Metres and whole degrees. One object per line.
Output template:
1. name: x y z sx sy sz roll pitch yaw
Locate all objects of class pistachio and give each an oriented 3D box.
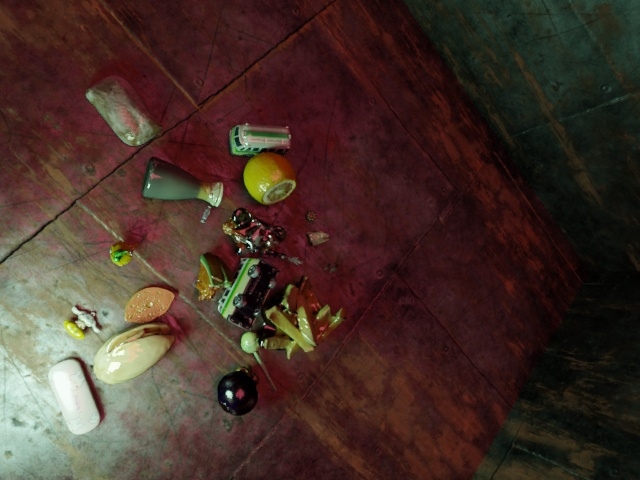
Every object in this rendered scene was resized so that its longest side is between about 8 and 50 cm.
1. pistachio: -0.747 0.451 1.664 0.317 0.214 0.193 -21 52 -32

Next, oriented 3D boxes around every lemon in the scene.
1. lemon: -0.245 -0.305 1.931 0.240 0.240 0.219 -26 72 -24

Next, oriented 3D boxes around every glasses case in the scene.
1. glasses case: -0.958 0.608 1.605 0.113 0.075 0.297 -22 96 -27

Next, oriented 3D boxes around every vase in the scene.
1. vase: -0.597 -0.238 1.801 0.320 0.173 0.174 14 80 -29

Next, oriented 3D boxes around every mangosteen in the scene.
1. mangosteen: -0.353 0.661 1.837 0.194 0.194 0.230 53 42 -12

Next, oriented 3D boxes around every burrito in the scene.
1. burrito: -0.009 -0.019 2.116 0.118 0.044 0.075 -16 89 -21

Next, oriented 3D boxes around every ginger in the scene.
1. ginger: -0.070 0.366 1.898 0.413 0.211 0.359 -10 104 -46

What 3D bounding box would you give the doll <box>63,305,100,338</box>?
1. doll: -0.949 0.337 1.646 0.135 0.071 0.113 30 56 -26

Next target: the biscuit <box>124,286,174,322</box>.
1. biscuit: -0.736 0.273 1.761 0.220 0.029 0.142 -33 101 -23

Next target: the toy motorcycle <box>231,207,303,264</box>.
1. toy motorcycle: -0.258 0.010 1.925 0.400 0.134 0.207 26 86 -31

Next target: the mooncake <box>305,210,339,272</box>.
1. mooncake: 0.000 0.006 2.052 0.150 0.057 0.347 -34 70 -15

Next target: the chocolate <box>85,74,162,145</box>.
1. chocolate: -0.834 -0.561 1.750 0.185 0.100 0.303 -42 100 -19

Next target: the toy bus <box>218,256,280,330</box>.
1. toy bus: -0.338 0.232 1.865 0.143 0.179 0.306 38 70 -41

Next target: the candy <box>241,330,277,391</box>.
1. candy: -0.277 0.577 1.937 0.092 0.093 0.336 -18 106 18

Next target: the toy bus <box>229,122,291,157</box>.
1. toy bus: -0.283 -0.479 1.958 0.275 0.164 0.134 -3 86 -26

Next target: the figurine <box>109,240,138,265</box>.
1. figurine: -0.800 0.045 1.679 0.114 0.156 0.095 -34 100 -21

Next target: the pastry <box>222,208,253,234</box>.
1. pastry: -0.380 -0.087 1.937 0.169 0.063 0.087 -40 100 -21

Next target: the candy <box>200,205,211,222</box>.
1. candy: -0.525 -0.119 1.895 0.030 0.020 0.083 28 73 -21

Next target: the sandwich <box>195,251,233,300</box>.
1. sandwich: -0.490 0.165 1.845 0.109 0.160 0.185 11 39 -50
